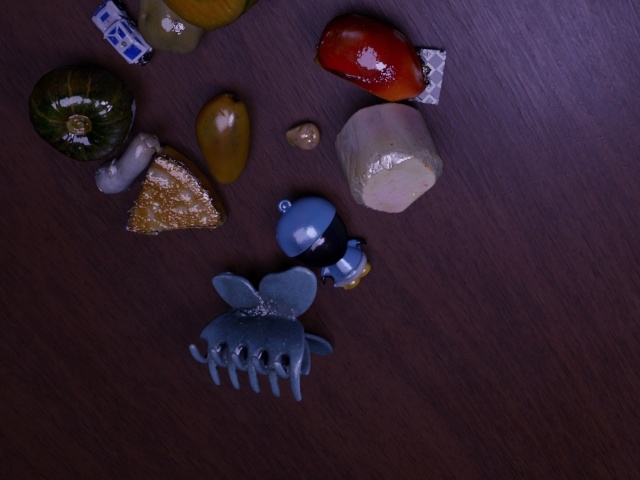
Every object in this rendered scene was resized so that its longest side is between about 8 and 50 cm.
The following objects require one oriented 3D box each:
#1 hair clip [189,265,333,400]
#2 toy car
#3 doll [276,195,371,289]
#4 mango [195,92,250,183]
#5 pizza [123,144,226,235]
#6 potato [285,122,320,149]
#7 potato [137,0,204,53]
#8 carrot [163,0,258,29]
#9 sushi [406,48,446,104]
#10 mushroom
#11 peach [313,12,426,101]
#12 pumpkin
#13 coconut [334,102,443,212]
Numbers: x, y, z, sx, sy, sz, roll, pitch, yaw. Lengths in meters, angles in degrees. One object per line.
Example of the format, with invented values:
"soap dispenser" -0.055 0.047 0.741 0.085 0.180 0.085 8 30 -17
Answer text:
"hair clip" -0.164 0.267 2.058 0.319 0.238 0.392 8 140 16
"toy car" -0.477 -0.500 1.846 0.080 0.070 0.170 -33 107 25
"doll" 0.000 0.000 1.984 0.177 0.141 0.314 -47 116 -3
"mango" -0.246 -0.254 1.912 0.139 0.113 0.253 7 127 3
"pizza" -0.380 -0.090 2.049 0.251 0.074 0.287 32 121 -6
"potato" -0.044 -0.261 1.899 0.083 0.062 0.068 7 106 32
"potato" -0.346 -0.533 1.770 0.157 0.157 0.193 7 106 8
"carrot" -0.232 -0.583 1.617 0.242 0.340 0.241 16 131 19
"sushi" 0.229 -0.391 1.785 0.120 0.026 0.126 10 114 11
"mushroom" -0.505 -0.194 1.982 0.099 0.096 0.278 40 139 -19
"peach" 0.119 -0.411 1.708 0.267 0.154 0.158 31 116 5
"pumpkin" -0.596 -0.332 1.908 0.260 0.189 0.260 -5 135 -5
"coconut" 0.155 -0.207 1.785 0.239 0.244 0.239 -8 141 -7
